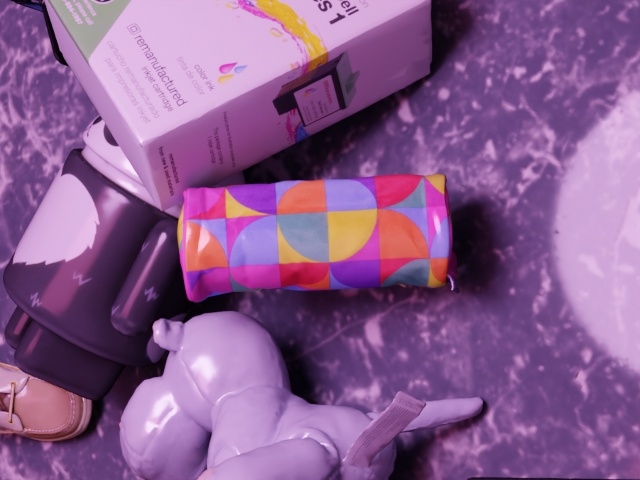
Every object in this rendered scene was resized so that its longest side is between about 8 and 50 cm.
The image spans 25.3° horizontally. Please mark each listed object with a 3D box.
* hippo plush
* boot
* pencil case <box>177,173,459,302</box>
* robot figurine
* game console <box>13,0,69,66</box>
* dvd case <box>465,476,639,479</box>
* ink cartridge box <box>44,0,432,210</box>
[{"bbox_3d":[-0.077,0.164,1.199,0.236,0.234,0.294,46,109,29],"label":"hippo plush"},{"bbox_3d":[-0.350,0.158,1.425,0.213,0.165,0.077,5,87,36],"label":"boot"},{"bbox_3d":[0.000,0.000,1.183,0.236,0.104,0.104,-1,81,-1],"label":"pencil case"},{"bbox_3d":[-0.188,0.005,1.328,0.209,0.173,0.278,34,97,24],"label":"robot figurine"},{"bbox_3d":[-0.253,-0.205,1.439,0.107,0.122,0.071,11,89,35],"label":"game console"},{"bbox_3d":[0.197,0.314,1.121,0.180,0.022,0.253,-5,80,34],"label":"dvd case"},{"bbox_3d":[-0.069,-0.185,1.231,0.278,0.117,0.201,-28,63,-13],"label":"ink cartridge box"}]
